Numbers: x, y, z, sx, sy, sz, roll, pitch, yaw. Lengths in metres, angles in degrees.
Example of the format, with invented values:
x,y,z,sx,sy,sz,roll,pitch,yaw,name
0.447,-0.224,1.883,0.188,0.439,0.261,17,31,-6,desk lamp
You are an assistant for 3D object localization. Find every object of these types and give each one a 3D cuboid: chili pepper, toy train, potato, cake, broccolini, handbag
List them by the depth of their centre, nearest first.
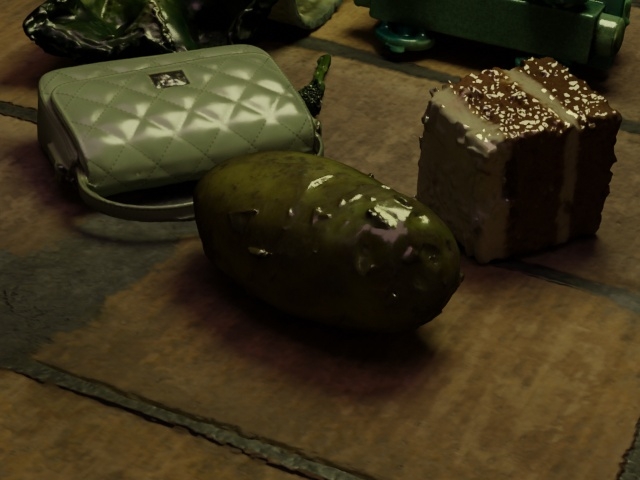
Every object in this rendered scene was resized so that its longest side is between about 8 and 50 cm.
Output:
x,y,z,sx,sy,sz,roll,pitch,yaw,name
0.000,0.000,1.256,0.251,0.113,0.149,17,39,35,potato
0.166,-0.071,1.382,0.147,0.135,0.134,-13,35,-20,cake
-0.120,-0.092,1.426,0.256,0.079,0.219,-12,38,-24,handbag
-0.149,-0.228,1.592,0.264,0.116,0.148,-16,20,10,chili pepper
-0.004,-0.164,1.604,0.030,0.035,0.140,12,29,4,broccolini
0.192,-0.261,1.724,0.298,0.120,0.194,16,27,17,toy train

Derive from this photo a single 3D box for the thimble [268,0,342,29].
x,y,z,sx,sy,sz,roll,pitch,yaw,name
-0.044,-0.370,1.724,0.150,0.271,0.271,18,33,16,thimble
